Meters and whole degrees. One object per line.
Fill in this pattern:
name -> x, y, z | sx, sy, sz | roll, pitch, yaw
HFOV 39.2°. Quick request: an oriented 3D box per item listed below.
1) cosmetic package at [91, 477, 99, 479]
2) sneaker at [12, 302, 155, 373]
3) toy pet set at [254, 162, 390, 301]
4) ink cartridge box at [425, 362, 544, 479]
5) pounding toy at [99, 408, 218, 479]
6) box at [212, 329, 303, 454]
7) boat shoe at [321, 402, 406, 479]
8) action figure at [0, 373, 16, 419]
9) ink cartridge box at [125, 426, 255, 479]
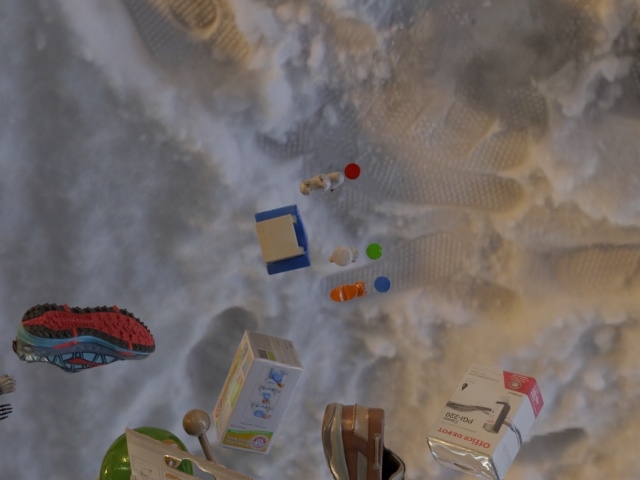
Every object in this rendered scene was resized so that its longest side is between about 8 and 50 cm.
cosmetic package -> -0.520, 0.613, 1.867 | 0.310, 0.160, 0.113 | -21, 136, 7
sneaker -> -0.436, 0.187, 1.656 | 0.262, 0.104, 0.125 | 13, 129, -33
toy pet set -> 0.000, 0.000, 0.853 | 0.114, 0.065, 0.122 | -14, 87, 7
ink cartridge box -> 0.342, 0.375, 1.870 | 0.159, 0.218, 0.092 | 10, 139, 38
pounding toy -> -0.267, 0.413, 1.616 | 0.110, 0.237, 0.182 | -22, 87, 52
box -> -0.124, 0.294, 1.736 | 0.103, 0.114, 0.203 | 16, 108, -20
boat shoe -> 0.087, 0.409, 1.520 | 0.117, 0.123, 0.324 | -8, 123, 10
action figure -> -0.738, 0.290, 1.916 | 0.164, 0.141, 0.275 | 52, 160, 22
ink cartridge box -> -0.136, 0.318, 1.060 | 0.181, 0.056, 0.224 | 15, 123, 22
